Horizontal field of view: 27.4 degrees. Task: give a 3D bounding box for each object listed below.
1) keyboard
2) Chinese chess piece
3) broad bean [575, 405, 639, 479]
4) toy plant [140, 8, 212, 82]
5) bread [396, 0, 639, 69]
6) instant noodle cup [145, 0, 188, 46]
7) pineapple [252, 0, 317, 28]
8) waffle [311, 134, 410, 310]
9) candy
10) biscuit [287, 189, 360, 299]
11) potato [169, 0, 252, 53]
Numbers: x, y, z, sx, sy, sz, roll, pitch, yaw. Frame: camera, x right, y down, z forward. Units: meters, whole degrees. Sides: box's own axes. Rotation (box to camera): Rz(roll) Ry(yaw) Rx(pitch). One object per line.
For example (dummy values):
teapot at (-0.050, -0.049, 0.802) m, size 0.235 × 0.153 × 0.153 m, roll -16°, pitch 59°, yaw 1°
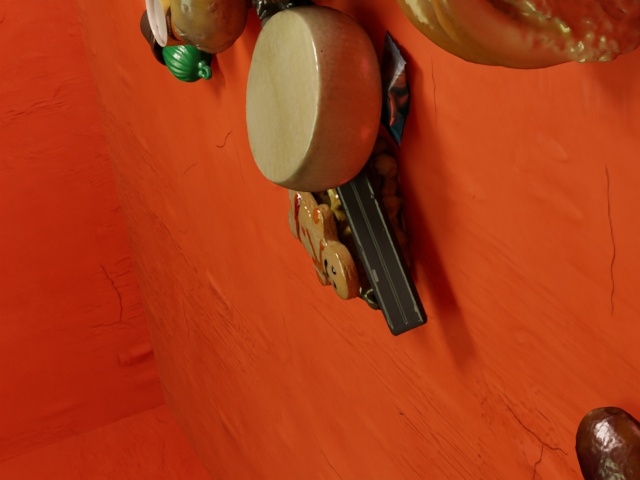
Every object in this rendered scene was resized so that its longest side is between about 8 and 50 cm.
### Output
keyboard at (0.088, 0.046, 1.790) m, size 0.103 × 0.041 × 0.381 m, roll -32°, pitch 71°, yaw 60°
Chinese chess piece at (-0.012, -0.190, 1.764) m, size 0.250 × 0.101 × 0.250 m, roll 2°, pitch 93°, yaw 63°
broad bean at (0.323, 0.251, 1.385) m, size 0.114 × 0.084 × 0.165 m, roll -50°, pitch 52°, yaw 51°
toy plant at (-0.265, -0.383, 2.515) m, size 0.200 × 0.105 × 0.143 m, roll 38°, pitch 133°, yaw 32°
bread at (0.142, -0.302, 1.175) m, size 0.270 × 0.211 × 0.316 m, roll -150°, pitch 48°, yaw -66°
instant noodle cup at (-0.239, -0.413, 2.356) m, size 0.151 × 0.122 × 0.151 m, roll 52°, pitch 153°, yaw 42°
pineapple at (-0.068, -0.395, 1.771) m, size 0.362 × 0.202 × 0.202 m, roll 94°, pitch 155°, yaw -74°
waffle at (0.045, -0.055, 1.938) m, size 0.317 × 0.073 × 0.297 m, roll 45°, pitch 147°, yaw 51°
candy at (0.096, -0.194, 1.709) m, size 0.088 × 0.038 × 0.136 m, roll -110°, pitch 19°, yaw -57°
biscuit at (0.000, 0.000, 1.957) m, size 0.153 × 0.030 × 0.234 m, roll 85°, pitch 160°, yaw -45°
potato at (-0.194, -0.452, 2.160) m, size 0.191 × 0.141 × 0.296 m, roll -109°, pitch 5°, yaw -74°
